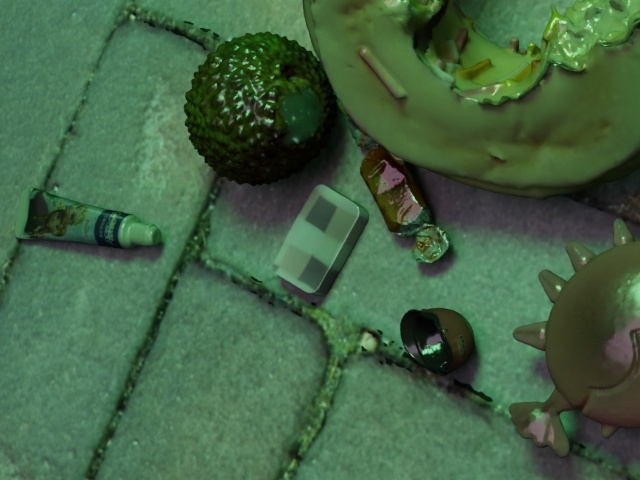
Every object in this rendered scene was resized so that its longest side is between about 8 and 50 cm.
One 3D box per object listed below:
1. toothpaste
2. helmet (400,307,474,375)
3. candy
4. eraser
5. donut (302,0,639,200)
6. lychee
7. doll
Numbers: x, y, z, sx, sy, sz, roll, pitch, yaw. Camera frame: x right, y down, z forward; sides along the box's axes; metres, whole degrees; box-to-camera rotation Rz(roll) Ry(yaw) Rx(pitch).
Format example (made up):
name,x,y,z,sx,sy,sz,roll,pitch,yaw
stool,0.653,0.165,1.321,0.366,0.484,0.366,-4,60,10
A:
name,x,y,z,sx,sy,sz,roll,pitch,yaw
toothpaste,-0.265,-0.018,1.703,0.216,0.037,0.062,10,87,35
helmet,0.119,0.092,1.463,0.084,0.049,0.065,28,131,54
candy,0.076,-0.056,1.518,0.053,0.046,0.182,-31,72,17
eraser,0.000,0.000,1.559,0.065,0.026,0.105,30,95,27
donut,0.160,-0.183,1.366,0.371,0.307,0.150,21,48,14
lychee,-0.068,-0.132,1.550,0.171,0.171,0.171,-6,78,28
doll,0.277,0.090,1.353,0.211,0.093,0.262,45,102,24
